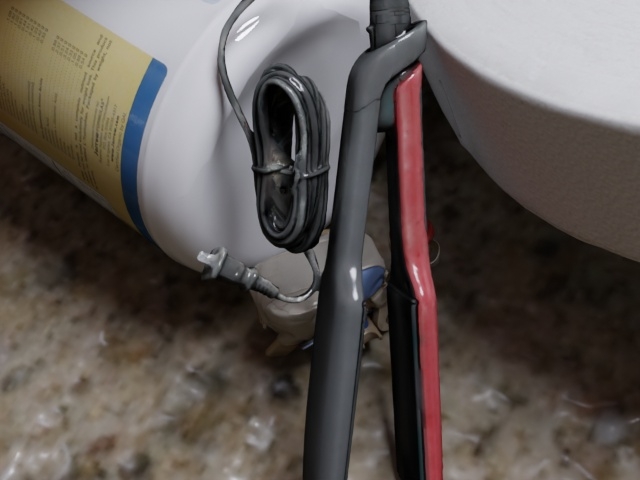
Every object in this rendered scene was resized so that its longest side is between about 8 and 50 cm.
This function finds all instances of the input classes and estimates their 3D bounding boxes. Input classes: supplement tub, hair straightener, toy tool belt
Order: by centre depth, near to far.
[{"bbox_3d":[0.000,0.000,0.407,0.089,0.230,0.047,-4,17,-12],"label":"hair straightener"},{"bbox_3d":[0.012,0.022,0.487,0.083,0.051,0.052,-21,49,-9],"label":"toy tool belt"},{"bbox_3d":[-0.079,-0.089,0.513,0.200,0.144,0.144,34,75,29],"label":"supplement tub"}]

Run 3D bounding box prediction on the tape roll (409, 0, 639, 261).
[{"bbox_3d":[0.221,-0.140,0.426,0.392,0.072,0.392,-16,39,13],"label":"tape roll"}]
